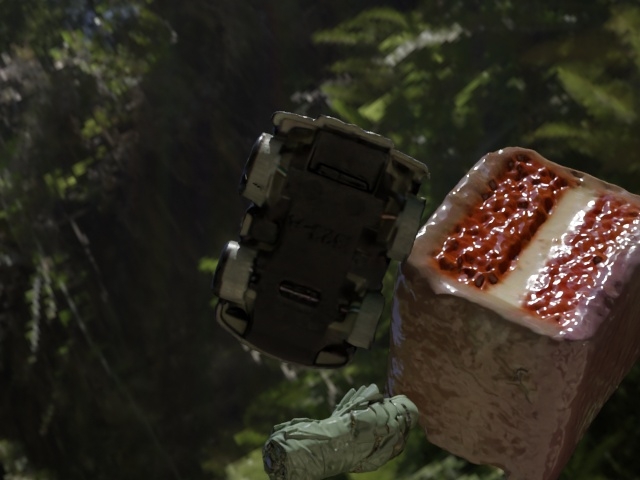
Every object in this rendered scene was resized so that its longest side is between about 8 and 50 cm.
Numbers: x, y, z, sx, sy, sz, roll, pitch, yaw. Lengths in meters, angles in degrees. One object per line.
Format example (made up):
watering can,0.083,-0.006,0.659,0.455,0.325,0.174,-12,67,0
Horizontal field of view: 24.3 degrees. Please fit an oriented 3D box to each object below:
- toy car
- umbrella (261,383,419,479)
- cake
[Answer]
toy car,0.000,0.000,1.444,0.158,0.172,0.235,-39,-30,-83
umbrella,0.019,0.156,1.179,0.143,0.067,0.062,-18,1,-32
cake,0.223,0.077,1.606,0.309,0.237,0.230,-43,-33,-46
